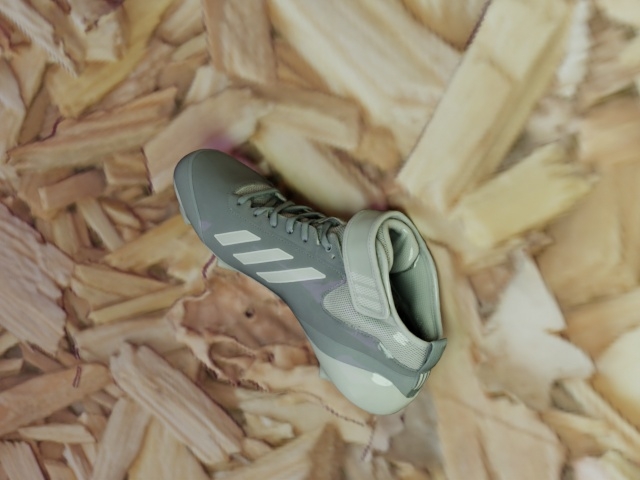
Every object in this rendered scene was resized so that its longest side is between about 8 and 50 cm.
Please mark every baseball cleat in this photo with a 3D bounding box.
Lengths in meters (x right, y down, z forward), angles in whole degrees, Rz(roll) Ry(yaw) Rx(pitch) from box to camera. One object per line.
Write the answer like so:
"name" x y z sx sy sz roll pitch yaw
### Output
"baseball cleat" 0.000 0.000 0.977 0.206 0.072 0.109 47 130 19
